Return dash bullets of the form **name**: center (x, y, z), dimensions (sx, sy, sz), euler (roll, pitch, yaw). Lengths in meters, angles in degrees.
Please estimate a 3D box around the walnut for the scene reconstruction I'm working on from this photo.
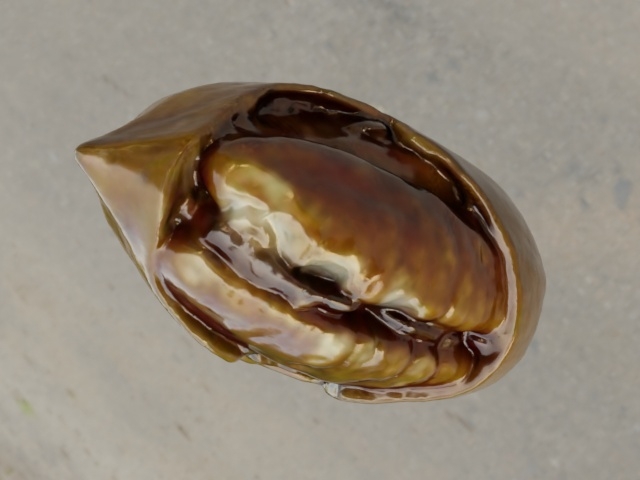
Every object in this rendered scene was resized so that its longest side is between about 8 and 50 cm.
- **walnut**: center (0.000, 0.000, 0.537), dimensions (0.207, 0.115, 0.116), euler (23, 163, -33)
